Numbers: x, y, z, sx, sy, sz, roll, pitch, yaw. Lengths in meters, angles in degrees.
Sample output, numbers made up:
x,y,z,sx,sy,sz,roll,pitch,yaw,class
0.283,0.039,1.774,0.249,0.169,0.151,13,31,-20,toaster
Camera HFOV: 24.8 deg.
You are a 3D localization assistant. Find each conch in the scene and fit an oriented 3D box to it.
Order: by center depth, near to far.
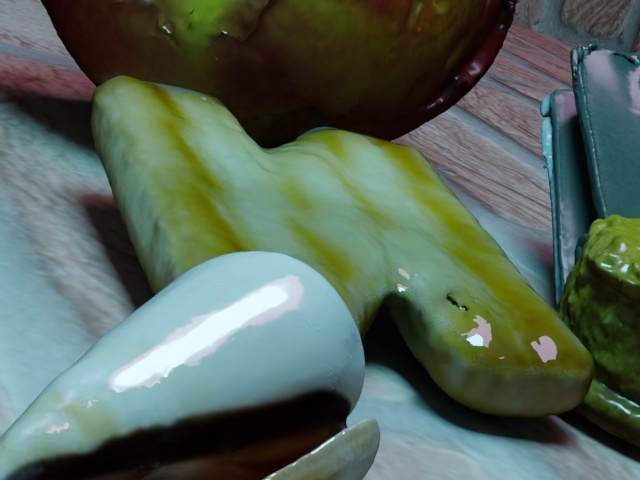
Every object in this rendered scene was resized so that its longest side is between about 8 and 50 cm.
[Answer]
x,y,z,sx,sy,sz,roll,pitch,yaw,class
-0.043,0.062,0.530,0.176,0.094,0.104,-18,78,-59,conch

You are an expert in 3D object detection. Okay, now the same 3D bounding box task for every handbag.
x,y,z,sx,sy,sz,roll,pitch,yaw,class
0.289,-0.018,1.040,0.248,0.079,0.260,14,45,-11,handbag

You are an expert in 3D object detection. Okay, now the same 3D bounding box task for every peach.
x,y,z,sx,sy,sz,roll,pitch,yaw,class
-0.029,-0.216,1.096,0.353,0.339,0.416,38,9,6,peach

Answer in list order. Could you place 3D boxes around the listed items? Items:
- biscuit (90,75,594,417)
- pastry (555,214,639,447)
x,y,z,sx,sy,sz,roll,pitch,yaw,class
0.000,0.000,0.815,0.237,0.062,0.290,10,24,-27,biscuit
0.217,0.061,0.824,0.189,0.103,0.189,17,15,-5,pastry
